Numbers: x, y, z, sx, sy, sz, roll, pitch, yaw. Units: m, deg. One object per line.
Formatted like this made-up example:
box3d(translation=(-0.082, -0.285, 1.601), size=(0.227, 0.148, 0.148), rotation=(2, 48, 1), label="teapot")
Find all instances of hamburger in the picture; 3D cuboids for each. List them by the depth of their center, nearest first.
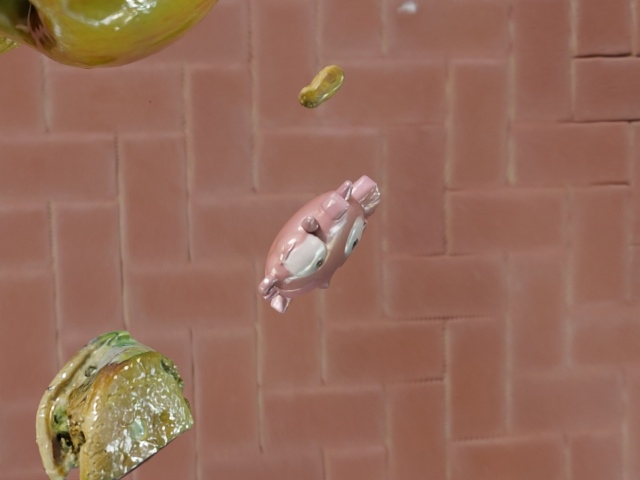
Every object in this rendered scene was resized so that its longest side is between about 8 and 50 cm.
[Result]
box3d(translation=(-0.331, 0.255, 1.751), size=(0.288, 0.167, 0.192), rotation=(-30, 105, -49), label="hamburger")

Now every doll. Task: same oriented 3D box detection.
box3d(translation=(0.000, 0.000, 1.510), size=(0.093, 0.262, 0.211), rotation=(38, 132, 15), label="doll")

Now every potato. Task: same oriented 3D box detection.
box3d(translation=(0.002, -0.254, 1.827), size=(0.045, 0.046, 0.092), rotation=(44, 85, 8), label="potato")

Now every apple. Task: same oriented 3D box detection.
box3d(translation=(-0.207, -0.275, 0.868), size=(0.301, 0.301, 0.302), rotation=(-1, 97, -9), label="apple")

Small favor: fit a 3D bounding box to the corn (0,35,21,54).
box3d(translation=(-0.482, -0.302, 1.580), size=(0.080, 0.231, 0.080), rotation=(2, 87, -39), label="corn")
